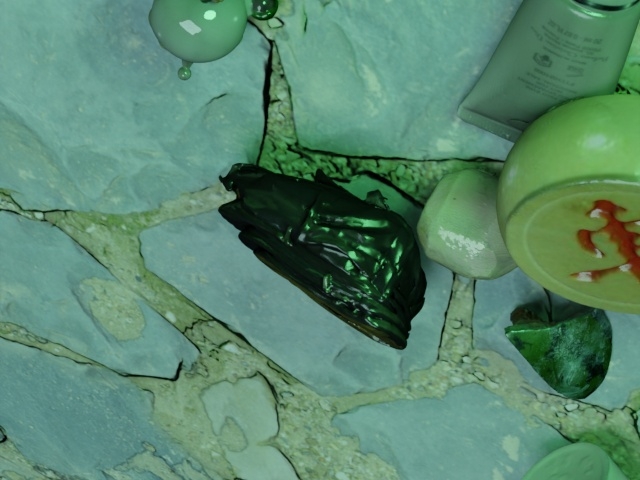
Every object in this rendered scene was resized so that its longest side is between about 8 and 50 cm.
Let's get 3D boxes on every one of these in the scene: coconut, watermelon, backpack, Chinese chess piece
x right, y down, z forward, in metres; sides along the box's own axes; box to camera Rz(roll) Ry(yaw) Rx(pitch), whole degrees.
[{"bbox_3d":[0.166,-0.014,1.515,0.124,0.110,0.110,25,138,10],"label":"coconut"},{"bbox_3d":[0.270,0.117,1.619,0.101,0.080,0.155,-30,113,7],"label":"watermelon"},{"bbox_3d":[0.000,0.000,1.584,0.258,0.133,0.206,27,170,18],"label":"backpack"},{"bbox_3d":[0.288,-0.027,1.386,0.251,0.097,0.251,11,148,7],"label":"Chinese chess piece"}]

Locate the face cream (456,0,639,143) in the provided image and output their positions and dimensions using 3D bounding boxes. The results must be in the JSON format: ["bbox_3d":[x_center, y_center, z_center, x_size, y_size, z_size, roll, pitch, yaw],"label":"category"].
[{"bbox_3d":[0.221,-0.173,1.343,0.143,0.089,0.314,23,145,4],"label":"face cream"}]

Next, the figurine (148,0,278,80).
[{"bbox_3d":[-0.110,-0.249,1.456,0.147,0.093,0.197,13,131,-13],"label":"figurine"}]

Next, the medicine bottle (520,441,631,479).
[{"bbox_3d":[0.353,0.381,1.725,0.170,0.170,0.293,-20,119,41],"label":"medicine bottle"}]
